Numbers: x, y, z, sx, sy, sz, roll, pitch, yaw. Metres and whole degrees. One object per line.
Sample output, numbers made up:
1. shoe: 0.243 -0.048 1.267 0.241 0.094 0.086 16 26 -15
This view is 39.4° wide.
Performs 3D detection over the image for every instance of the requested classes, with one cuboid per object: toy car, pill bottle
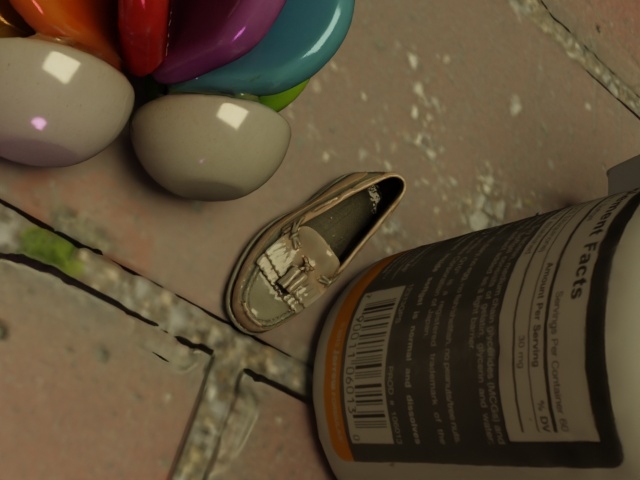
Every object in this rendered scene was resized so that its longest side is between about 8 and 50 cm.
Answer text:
1. toy car: -0.065 -0.111 0.386 0.182 0.136 0.159 12 71 -35
2. pill bottle: 0.134 0.062 0.404 0.162 0.278 0.162 9 74 -35

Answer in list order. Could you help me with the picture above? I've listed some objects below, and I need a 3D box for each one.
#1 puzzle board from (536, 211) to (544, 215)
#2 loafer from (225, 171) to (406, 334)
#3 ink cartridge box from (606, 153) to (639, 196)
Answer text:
1. puzzle board: 0.182 0.052 0.613 0.128 0.011 0.096 35 60 -26
2. loafer: 0.000 0.000 0.469 0.125 0.039 0.045 -46 107 -35
3. ink cartridge box: 0.254 0.093 0.511 0.130 0.272 0.309 15 69 -20
